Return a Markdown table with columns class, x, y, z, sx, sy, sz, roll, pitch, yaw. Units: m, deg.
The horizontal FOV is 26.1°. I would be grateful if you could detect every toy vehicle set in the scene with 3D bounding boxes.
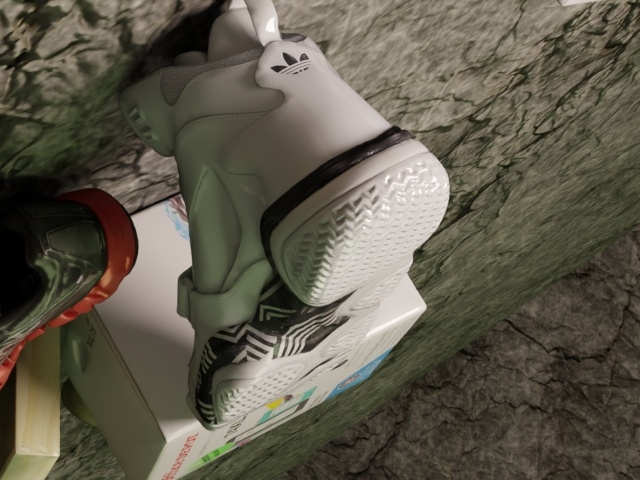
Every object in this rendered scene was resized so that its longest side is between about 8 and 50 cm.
| class | x | y | z | sx | sy | sz | roll | pitch | yaw |
| --- | --- | --- | --- | --- | --- | --- | --- | --- | --- |
| toy vehicle set | -0.278 | 0.157 | 1.224 | 0.035 | 0.166 | 0.267 | 7 | 150 | -22 |

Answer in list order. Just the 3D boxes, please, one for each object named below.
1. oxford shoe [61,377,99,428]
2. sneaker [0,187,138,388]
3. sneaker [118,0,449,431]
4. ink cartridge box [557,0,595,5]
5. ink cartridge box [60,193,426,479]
| class | x | y | z | sx | sy | sz | roll | pitch | yaw |
| --- | --- | --- | --- | --- | --- | --- | --- | --- | --- |
| oxford shoe | -0.105 | 0.079 | 1.484 | 0.397 | 0.140 | 0.146 | -25 | -169 | -34 |
| sneaker | -0.268 | 0.059 | 1.044 | 0.276 | 0.097 | 0.135 | -39 | 165 | 19 |
| sneaker | -0.050 | -0.016 | 1.005 | 0.137 | 0.210 | 0.366 | -24 | 160 | -32 |
| ink cartridge box | 0.337 | -0.296 | 1.213 | 0.311 | 0.065 | 0.186 | -14 | 158 | -46 |
| ink cartridge box | -0.087 | 0.071 | 1.266 | 0.270 | 0.197 | 0.198 | -25 | 165 | -24 |
